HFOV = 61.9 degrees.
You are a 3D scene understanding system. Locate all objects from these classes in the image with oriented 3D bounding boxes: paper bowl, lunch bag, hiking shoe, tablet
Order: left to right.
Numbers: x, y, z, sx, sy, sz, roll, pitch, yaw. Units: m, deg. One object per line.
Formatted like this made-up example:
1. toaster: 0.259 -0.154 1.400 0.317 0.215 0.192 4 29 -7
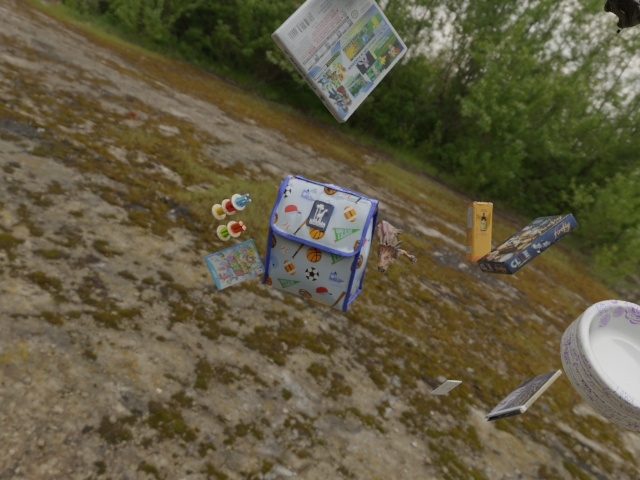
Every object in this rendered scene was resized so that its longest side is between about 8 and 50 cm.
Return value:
1. lunch bag: 0.000 0.000 1.761 0.327 0.386 0.239 18 26 12
2. tablet: 0.361 0.423 1.531 0.054 0.083 0.006 11 47 -27
3. hiking shoe: 0.914 -0.757 1.636 0.086 0.227 0.114 -25 7 -30
4. paper bowl: 0.687 0.290 1.214 0.283 0.148 0.285 7 52 -8

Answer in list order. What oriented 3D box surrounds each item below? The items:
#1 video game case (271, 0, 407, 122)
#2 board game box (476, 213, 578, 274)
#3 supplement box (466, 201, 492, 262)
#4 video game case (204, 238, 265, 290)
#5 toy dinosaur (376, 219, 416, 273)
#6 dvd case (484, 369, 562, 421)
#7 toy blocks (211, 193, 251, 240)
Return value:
1. video game case: 0.065 -0.548 1.483 0.300 0.329 0.036 47 -21 -23
2. board game box: 0.586 0.011 1.525 0.042 0.243 0.165 57 -10 -4
3. supplement box: 0.614 -0.029 2.068 0.077 0.234 0.080 4 -2 -2
4. video game case: -0.278 0.079 1.738 0.015 0.166 0.119 -118 -173 -77
5. toy dinosaur: 0.260 -0.001 2.089 0.200 0.127 0.296 42 24 -51
6. dvd case: 0.617 0.473 1.628 0.221 0.164 0.018 -28 79 -32
7. toy blocks: -0.263 -0.075 1.642 0.054 0.148 0.123 -7 80 -50
